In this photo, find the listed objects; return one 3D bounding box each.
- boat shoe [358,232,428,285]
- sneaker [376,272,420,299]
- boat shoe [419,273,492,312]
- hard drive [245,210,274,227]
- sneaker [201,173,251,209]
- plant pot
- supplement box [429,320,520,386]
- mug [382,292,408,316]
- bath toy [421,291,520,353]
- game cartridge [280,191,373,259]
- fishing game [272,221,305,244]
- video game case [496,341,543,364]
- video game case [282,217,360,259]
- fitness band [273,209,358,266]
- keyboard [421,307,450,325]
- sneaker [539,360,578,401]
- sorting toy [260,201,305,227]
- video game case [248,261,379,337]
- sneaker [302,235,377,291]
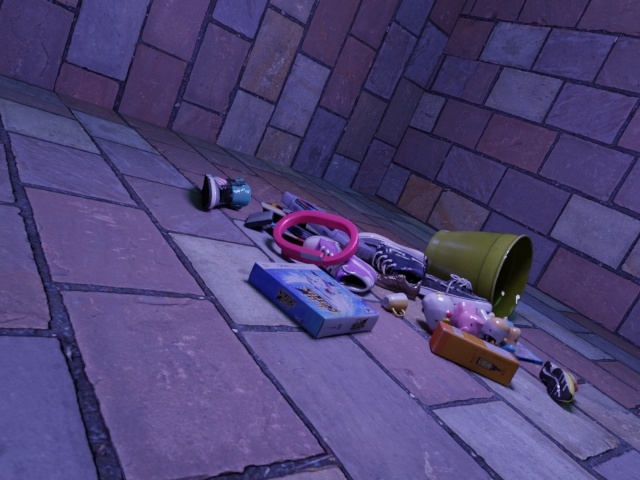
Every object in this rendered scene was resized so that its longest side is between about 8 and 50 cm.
[{"bbox_3d":[0.256,0.077,1.872,0.341,0.127,0.158,14,30,4],"label":"boat shoe"},{"bbox_3d":[0.270,0.145,1.720,0.189,0.071,0.066,24,14,-4],"label":"sneaker"},{"bbox_3d":[0.482,0.180,1.702,0.113,0.104,0.306,22,-5,-29],"label":"boat shoe"},{"bbox_3d":[-0.221,-0.079,1.751,0.094,0.022,0.135,-9,16,0],"label":"hard drive"},{"bbox_3d":[-0.348,-0.170,1.784,0.179,0.123,0.295,9,16,-18],"label":"sneaker"},{"bbox_3d":[0.634,0.107,1.991,0.353,0.366,0.367,21,8,40],"label":"plant pot"},{"bbox_3d":[0.429,0.315,1.337,0.234,0.078,0.080,26,11,3],"label":"supplement box"},{"bbox_3d":[0.234,0.197,1.495,0.064,0.062,0.078,7,14,-30],"label":"mug"},{"bbox_3d":[0.471,0.266,1.511,0.348,0.128,0.151,21,-23,-23],"label":"bath toy"},{"bbox_3d":[0.025,-0.060,1.836,0.355,0.068,0.230,40,7,31],"label":"game cartridge"},{"bbox_3d":[-0.112,-0.021,1.777,0.189,0.041,0.264,25,5,-3],"label":"fishing game"},{"bbox_3d":[0.671,0.377,1.646,0.166,0.015,0.119,17,15,-28],"label":"video game case"},{"bbox_3d":[0.000,0.000,1.800,0.274,0.026,0.196,26,5,-32],"label":"video game case"},{"bbox_3d":[-0.016,-0.011,1.580,0.291,0.054,0.209,16,46,24],"label":"fitness band"},{"bbox_3d":[0.438,0.275,1.619,0.180,0.023,0.108,19,14,-16],"label":"keyboard"},{"bbox_3d":[0.727,0.426,1.418,0.094,0.081,0.208,29,14,8],"label":"sneaker"},{"bbox_3d":[-0.143,-0.103,1.926,0.193,0.038,0.208,24,-4,-1],"label":"sorting toy"},{"bbox_3d":[-0.015,0.147,1.255,0.270,0.061,0.244,34,18,35],"label":"video game case"},{"bbox_3d":[0.051,0.075,1.562,0.282,0.102,0.161,27,17,12],"label":"sneaker"}]
